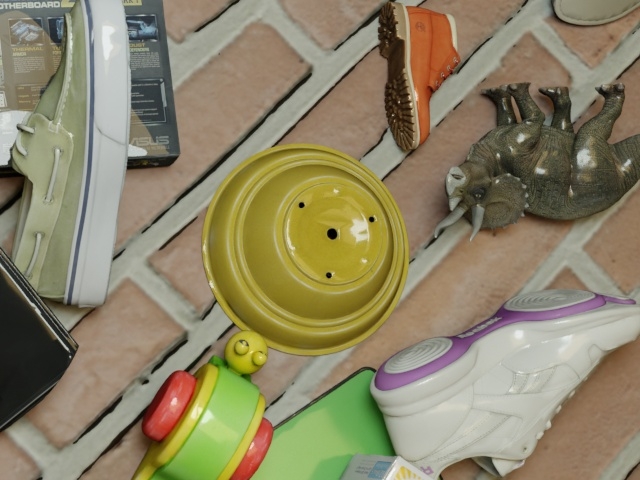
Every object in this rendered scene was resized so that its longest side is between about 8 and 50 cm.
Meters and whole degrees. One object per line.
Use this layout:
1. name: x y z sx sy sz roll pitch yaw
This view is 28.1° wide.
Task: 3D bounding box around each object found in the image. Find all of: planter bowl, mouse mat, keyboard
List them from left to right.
1. keyboard: -0.380 0.046 1.127 0.201 0.033 0.317 -39 91 -5
2. planter bowl: 0.000 0.000 1.243 0.217 0.090 0.217 3 79 -17
3. mouse mat: 0.015 0.232 1.250 0.190 0.007 0.152 -31 91 -19

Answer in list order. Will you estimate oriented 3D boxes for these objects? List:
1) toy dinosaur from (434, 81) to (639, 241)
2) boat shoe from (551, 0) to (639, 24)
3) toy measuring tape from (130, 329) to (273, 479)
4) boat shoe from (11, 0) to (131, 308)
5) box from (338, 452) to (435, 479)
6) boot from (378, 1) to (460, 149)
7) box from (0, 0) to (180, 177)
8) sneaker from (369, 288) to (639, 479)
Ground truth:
1. toy dinosaur: 0.245 -0.084 1.340 0.314 0.121 0.160 -1 93 -22
2. boat shoe: 0.337 -0.302 1.432 0.206 0.075 0.065 -24 45 -15
3. toy measuring tape: -0.131 0.224 1.149 0.121 0.121 0.330 32 73 -10
4. boat shoe: -0.221 -0.072 1.114 0.094 0.109 0.302 2 116 -16
5. box: 0.106 0.297 1.206 0.203 0.114 0.103 35 73 -11
6. boot: 0.111 -0.170 1.328 0.085 0.059 0.157 2 78 -22
7. box: -0.258 -0.155 1.205 0.233 0.059 0.183 -6 83 -18
8. sneaker: 0.197 0.144 1.285 0.305 0.114 0.152 -20 103 -17
